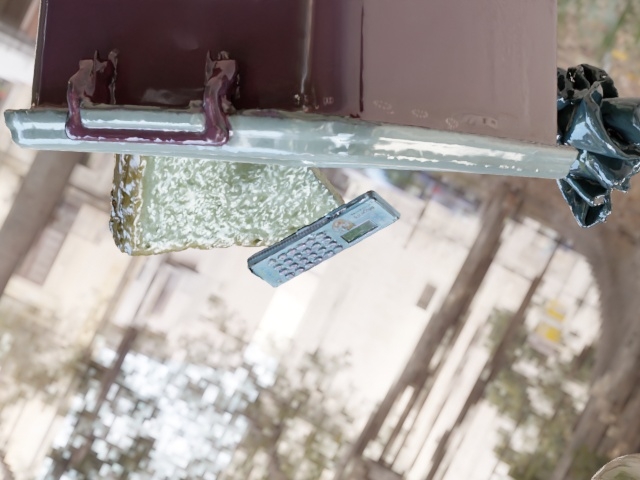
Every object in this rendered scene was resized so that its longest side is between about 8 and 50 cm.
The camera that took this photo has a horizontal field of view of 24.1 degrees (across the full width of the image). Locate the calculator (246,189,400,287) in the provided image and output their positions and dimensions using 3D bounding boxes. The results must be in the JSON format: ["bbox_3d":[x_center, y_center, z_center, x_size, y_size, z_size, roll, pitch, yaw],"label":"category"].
[{"bbox_3d":[0.000,0.000,1.570,0.057,0.172,0.018,37,-146,-40],"label":"calculator"}]

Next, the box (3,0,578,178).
[{"bbox_3d":[0.003,-0.117,0.726,0.193,0.168,0.294,6,-176,29],"label":"box"}]

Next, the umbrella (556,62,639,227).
[{"bbox_3d":[0.128,-0.140,1.296,0.348,0.143,0.094,35,-135,24],"label":"umbrella"}]

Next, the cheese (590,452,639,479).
[{"bbox_3d":[0.183,0.225,0.871,0.117,0.218,0.235,23,152,22],"label":"cheese"}]

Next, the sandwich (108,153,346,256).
[{"bbox_3d":[-0.092,-0.107,1.670,0.288,0.254,0.099,-1,-156,-24],"label":"sandwich"}]
